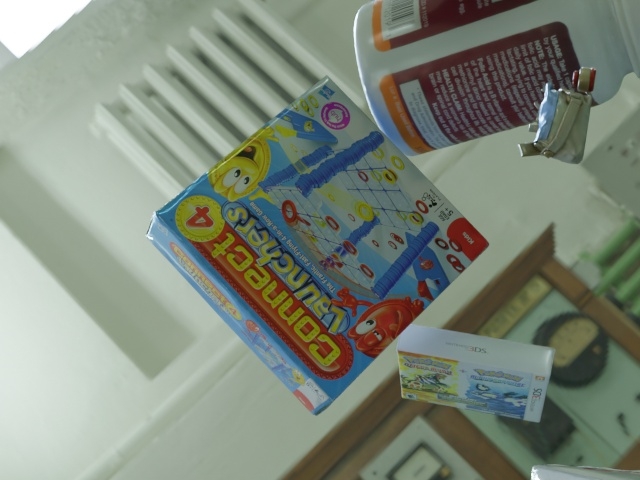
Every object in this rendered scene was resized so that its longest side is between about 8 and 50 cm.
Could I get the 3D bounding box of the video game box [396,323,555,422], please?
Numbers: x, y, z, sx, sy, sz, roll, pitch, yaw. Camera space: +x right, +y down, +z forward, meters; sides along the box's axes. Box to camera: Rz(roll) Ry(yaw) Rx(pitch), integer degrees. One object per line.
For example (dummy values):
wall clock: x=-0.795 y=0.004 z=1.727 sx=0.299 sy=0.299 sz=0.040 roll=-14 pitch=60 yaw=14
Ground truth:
video game box: x=0.211 y=0.185 z=1.466 sx=0.187 sy=0.205 sz=0.048 roll=78 pitch=-157 yaw=-58

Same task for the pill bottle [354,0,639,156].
pill bottle: x=0.263 y=-0.264 z=1.400 sx=0.392 sy=0.224 sz=0.224 roll=-14 pitch=-5 yaw=22

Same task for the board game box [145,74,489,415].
board game box: x=0.000 y=0.000 z=1.320 sx=0.302 sy=0.308 sz=0.086 roll=-42 pitch=-4 yaw=-26

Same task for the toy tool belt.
toy tool belt: x=0.186 y=-0.101 z=0.839 sx=0.052 sy=0.051 sz=0.083 roll=63 pitch=-142 yaw=-68

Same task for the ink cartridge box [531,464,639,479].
ink cartridge box: x=0.386 y=0.285 z=0.839 sx=0.395 sy=0.286 sz=0.166 roll=169 pitch=110 yaw=-67
